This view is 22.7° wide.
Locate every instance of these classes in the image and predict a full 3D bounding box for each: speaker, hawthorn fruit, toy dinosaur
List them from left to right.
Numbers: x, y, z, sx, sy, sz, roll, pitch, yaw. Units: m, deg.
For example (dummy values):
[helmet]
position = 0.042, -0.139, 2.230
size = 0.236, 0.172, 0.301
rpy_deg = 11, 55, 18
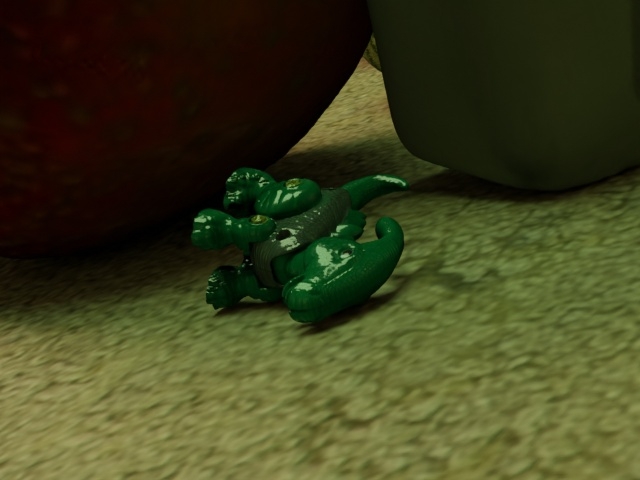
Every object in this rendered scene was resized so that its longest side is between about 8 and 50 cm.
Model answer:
[hawthorn fruit]
position = -0.127, -0.185, 0.956
size = 0.403, 0.403, 0.403
rpy_deg = -13, 14, 3
[toy dinosaur]
position = 0.000, 0.000, 0.745
size = 0.096, 0.059, 0.132
rpy_deg = 5, 30, 30
[speaker]
position = 0.217, -0.177, 0.909
size = 0.406, 0.184, 0.183
rpy_deg = -21, 25, -28

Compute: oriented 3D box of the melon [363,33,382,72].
[melon]
position = 0.103, -0.189, 1.202
size = 0.192, 0.139, 0.139
rpy_deg = -24, 17, -33
